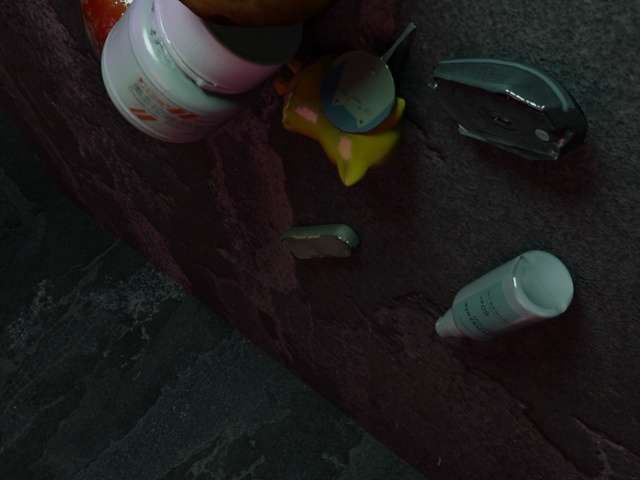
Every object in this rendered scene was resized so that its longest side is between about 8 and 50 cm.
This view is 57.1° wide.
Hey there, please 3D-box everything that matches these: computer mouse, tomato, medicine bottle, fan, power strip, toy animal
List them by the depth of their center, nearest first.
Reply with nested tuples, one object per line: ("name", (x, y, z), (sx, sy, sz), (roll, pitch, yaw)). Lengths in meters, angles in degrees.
("computer mouse", (0.231, -0.175, 0.733), (0.231, 0.071, 0.126), (33, 170, 47))
("fan", (0.071, -0.231, 0.820), (0.113, 0.005, 0.175), (46, 113, 9))
("toy animal", (0.022, -0.203, 0.916), (0.230, 0.156, 0.156), (41, 157, 22))
("medicine bottle", (-0.192, -0.311, 0.946), (0.302, 0.241, 0.241), (-18, 116, 50))
("medicine bottle", (0.299, 0.121, 1.049), (0.110, 0.110, 0.352), (43, 156, 4))
("tomato", (-0.381, -0.406, 1.192), (0.289, 0.176, 0.335), (33, 155, 30))
("power strip", (-0.001, 0.002, 1.407), (0.080, 0.048, 0.286), (51, 155, -20))

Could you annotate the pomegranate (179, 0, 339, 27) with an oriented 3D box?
("pomegranate", (-0.071, -0.376, 0.646), (0.281, 0.281, 0.281), (35, 155, 19))
